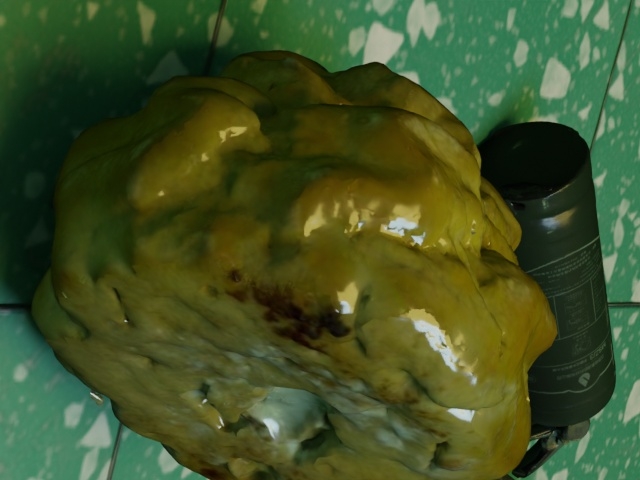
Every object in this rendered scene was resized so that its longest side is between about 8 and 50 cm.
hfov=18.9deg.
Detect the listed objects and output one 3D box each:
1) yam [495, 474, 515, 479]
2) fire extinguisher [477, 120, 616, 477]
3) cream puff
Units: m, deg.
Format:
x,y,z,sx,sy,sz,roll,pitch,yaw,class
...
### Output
x,y,z,sx,sy,sz,roll,pitch,yaw,class
0.125,0.261,1.516,0.268,0.161,0.161,36,78,-52,yam
0.179,0.060,1.546,0.114,0.095,0.311,-26,129,-15,fire extinguisher
0.000,-0.001,1.149,0.324,0.291,0.257,43,48,-32,cream puff
